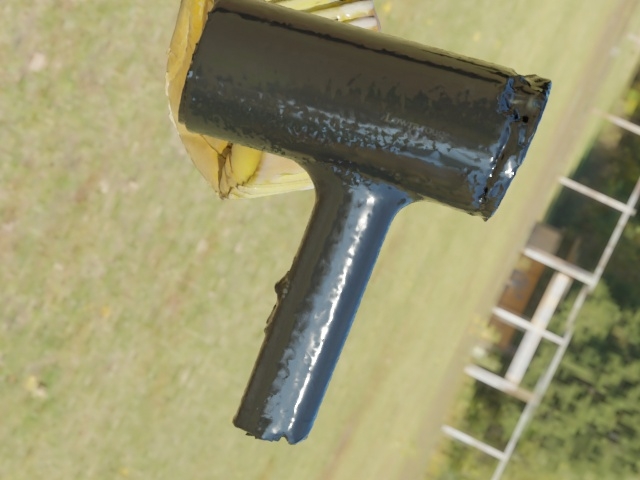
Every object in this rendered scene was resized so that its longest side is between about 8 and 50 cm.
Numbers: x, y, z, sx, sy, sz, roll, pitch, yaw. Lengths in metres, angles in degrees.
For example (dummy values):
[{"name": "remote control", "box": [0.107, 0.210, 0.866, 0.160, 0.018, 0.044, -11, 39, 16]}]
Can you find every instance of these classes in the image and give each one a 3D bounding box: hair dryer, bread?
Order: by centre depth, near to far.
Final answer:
[{"name": "hair dryer", "box": [0.000, 0.000, 0.816, 0.089, 0.197, 0.251, -62, 169, -81]}, {"name": "bread", "box": [-0.040, -0.174, 1.431, 0.156, 0.204, 0.288, -17, 145, -27]}]
